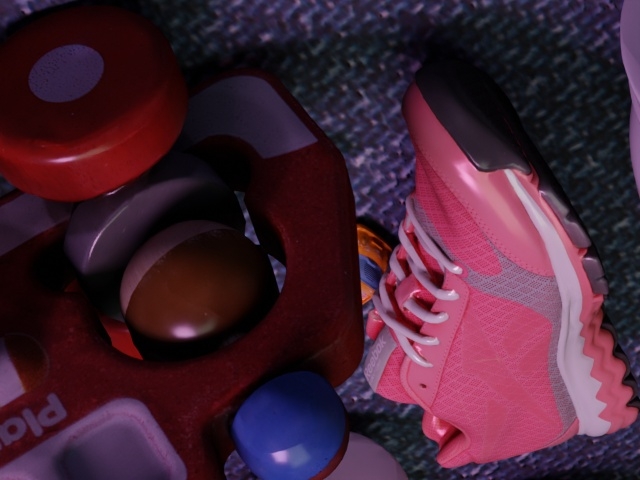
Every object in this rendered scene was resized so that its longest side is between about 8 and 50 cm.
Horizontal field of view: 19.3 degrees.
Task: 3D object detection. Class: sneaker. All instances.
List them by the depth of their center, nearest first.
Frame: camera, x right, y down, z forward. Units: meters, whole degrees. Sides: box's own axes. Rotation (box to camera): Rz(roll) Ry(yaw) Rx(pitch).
[{"bbox_3d":[0.081,0.036,1.013,0.136,0.116,0.314,-26,140,1],"label":"sneaker"}]

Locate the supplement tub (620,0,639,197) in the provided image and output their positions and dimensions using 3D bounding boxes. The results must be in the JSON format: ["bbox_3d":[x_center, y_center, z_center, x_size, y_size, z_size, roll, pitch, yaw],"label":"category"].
[{"bbox_3d":[0.290,-0.020,0.924,0.241,0.241,0.331,-24,140,12],"label":"supplement tub"}]

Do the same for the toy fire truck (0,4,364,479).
[{"bbox_3d":[-0.111,0.051,0.859,0.302,0.254,0.169,-29,141,-10],"label":"toy fire truck"}]

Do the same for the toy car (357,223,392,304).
[{"bbox_3d":[0.000,0.000,1.021,0.060,0.040,0.122,-21,140,9],"label":"toy car"}]

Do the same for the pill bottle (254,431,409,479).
[{"bbox_3d":[-0.012,0.217,1.211,0.118,0.117,0.208,3,137,-19],"label":"pill bottle"}]
